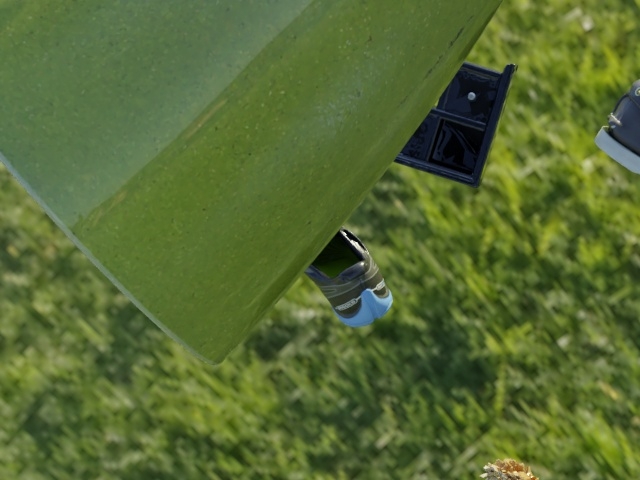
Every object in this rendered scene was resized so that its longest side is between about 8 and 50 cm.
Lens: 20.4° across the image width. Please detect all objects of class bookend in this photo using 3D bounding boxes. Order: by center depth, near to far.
[{"bbox_3d":[0.144,-0.162,2.175,0.156,0.072,0.157,18,99,7],"label":"bookend"}]

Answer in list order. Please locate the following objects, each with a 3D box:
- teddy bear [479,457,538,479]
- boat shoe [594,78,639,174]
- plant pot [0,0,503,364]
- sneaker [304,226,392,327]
[{"bbox_3d":[0.277,0.289,1.525,0.113,0.338,0.245,-56,7,-12],"label":"teddy bear"},{"bbox_3d":[0.329,-0.054,1.471,0.228,0.081,0.068,37,107,30],"label":"boat shoe"},{"bbox_3d":[-0.027,-0.135,0.887,0.293,0.275,0.275,-40,40,1],"label":"plant pot"},{"bbox_3d":[0.000,0.000,1.536,0.067,0.078,0.188,-31,41,-12],"label":"sneaker"}]
